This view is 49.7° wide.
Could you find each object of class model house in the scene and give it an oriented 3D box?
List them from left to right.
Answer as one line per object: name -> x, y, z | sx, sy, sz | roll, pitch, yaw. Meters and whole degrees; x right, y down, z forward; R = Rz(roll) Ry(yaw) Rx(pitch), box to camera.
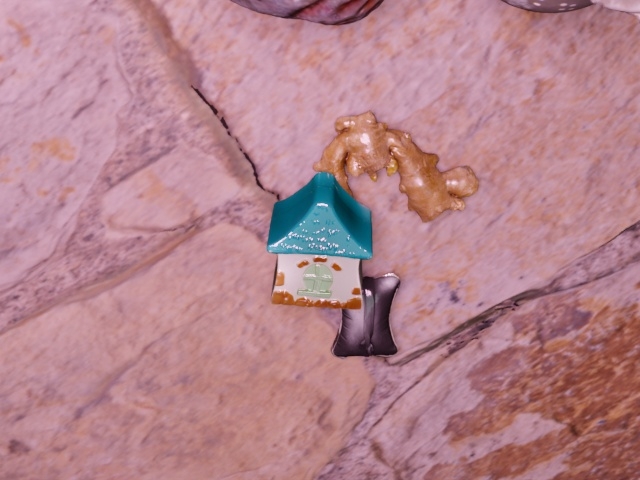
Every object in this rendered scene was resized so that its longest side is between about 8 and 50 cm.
model house -> 0.000, 0.000, 0.862 | 0.127, 0.100, 0.149 | 3, 126, 0

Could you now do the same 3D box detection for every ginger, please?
ginger -> 0.094, -0.090, 0.881 | 0.193, 0.052, 0.176 | -23, 119, 5

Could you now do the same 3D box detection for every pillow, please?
pillow -> 0.062, 0.107, 0.964 | 0.091, 0.055, 0.135 | 9, 113, 25

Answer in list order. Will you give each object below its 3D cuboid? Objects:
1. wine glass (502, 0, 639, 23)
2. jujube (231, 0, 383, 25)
wine glass -> 0.244, -0.331, 0.646 | 0.238, 0.323, 0.238 | -3, 115, -6
jujube -> -0.017, -0.370, 0.658 | 0.226, 0.226, 0.317 | -1, 117, -6
